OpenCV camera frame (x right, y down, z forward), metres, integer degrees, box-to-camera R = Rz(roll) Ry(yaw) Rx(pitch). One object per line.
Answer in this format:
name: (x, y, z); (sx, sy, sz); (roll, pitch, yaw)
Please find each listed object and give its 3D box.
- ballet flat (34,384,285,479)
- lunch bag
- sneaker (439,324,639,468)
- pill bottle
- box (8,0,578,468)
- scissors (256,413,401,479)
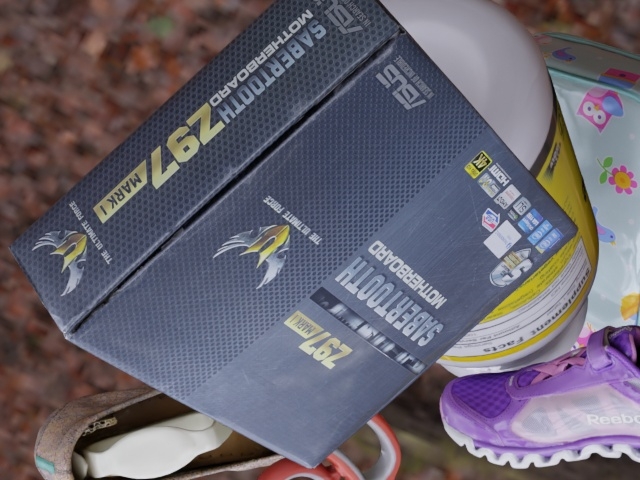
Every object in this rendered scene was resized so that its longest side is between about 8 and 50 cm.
ballet flat: (-0.070, 0.145, 1.380); (0.106, 0.316, 0.108); (-168, 60, -78)
lunch bag: (0.233, -0.031, 1.516); (0.224, 0.108, 0.279); (20, 122, 36)
sneaker: (0.203, 0.108, 1.274); (0.236, 0.095, 0.104); (1, 121, 19)
pill bottle: (0.103, -0.022, 1.274); (0.188, 0.188, 0.334); (16, 159, 25)
box: (0.000, 0.000, 0.773); (0.059, 0.183, 0.232); (53, -173, 33)
scissors: (0.053, 0.208, 1.235); (0.297, 0.109, 0.021); (45, 176, -42)
